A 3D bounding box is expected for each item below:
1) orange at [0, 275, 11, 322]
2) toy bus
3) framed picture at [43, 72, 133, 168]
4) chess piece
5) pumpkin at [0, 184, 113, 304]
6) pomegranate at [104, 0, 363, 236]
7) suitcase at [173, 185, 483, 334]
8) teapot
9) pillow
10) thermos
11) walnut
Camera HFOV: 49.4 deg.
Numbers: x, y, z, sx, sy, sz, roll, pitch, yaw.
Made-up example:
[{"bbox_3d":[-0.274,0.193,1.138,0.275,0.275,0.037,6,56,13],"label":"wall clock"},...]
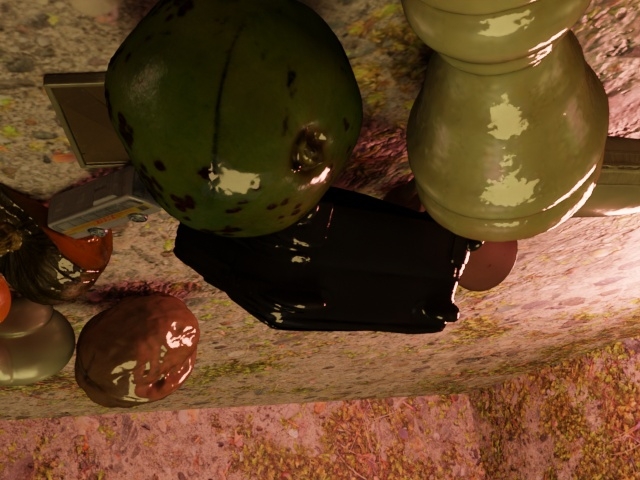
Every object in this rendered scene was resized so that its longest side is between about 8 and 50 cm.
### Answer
[{"bbox_3d":[-0.625,0.101,1.212,0.156,0.124,0.156,-16,151,-10],"label":"orange"},{"bbox_3d":[-0.309,-0.055,1.004,0.190,0.064,0.075,-16,152,32],"label":"toy bus"},{"bbox_3d":[-0.245,-0.146,0.871,0.150,0.015,0.203,-5,159,-8],"label":"framed picture"},{"bbox_3d":[0.174,-0.188,0.665,0.234,0.234,0.442,-12,153,10],"label":"chess piece"},{"bbox_3d":[-0.431,0.021,1.072,0.131,0.126,0.248,-22,154,28],"label":"pumpkin"},{"bbox_3d":[-0.090,-0.135,0.682,0.254,0.270,0.254,-25,139,-25],"label":"pomegranate"},{"bbox_3d":[0.000,0.000,0.968,0.345,0.188,0.339,5,-167,-36],"label":"suitcase"},{"bbox_3d":[-0.591,0.211,1.331,0.219,0.149,0.318,-8,-158,-14],"label":"teapot"},{"bbox_3d":[0.353,-0.092,1.021,0.322,0.120,0.255,-2,180,-24],"label":"pillow"},{"bbox_3d":[0.223,-0.016,1.200,0.176,0.146,0.265,-13,153,41],"label":"thermos"},{"bbox_3d":[-0.385,0.233,1.479,0.227,0.273,0.273,19,178,38],"label":"walnut"}]
